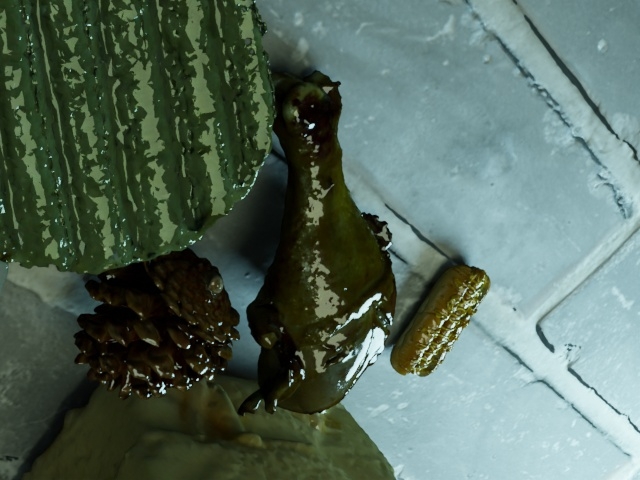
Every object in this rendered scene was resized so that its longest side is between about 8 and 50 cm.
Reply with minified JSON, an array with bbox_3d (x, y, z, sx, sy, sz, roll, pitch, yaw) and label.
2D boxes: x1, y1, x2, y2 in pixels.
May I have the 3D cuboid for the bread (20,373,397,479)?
[{"bbox_3d":[-0.135,0.341,1.449,0.390,0.279,0.371,13,120,-41],"label":"bread"}]

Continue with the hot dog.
[{"bbox_3d":[0.144,0.094,1.596,0.071,0.045,0.165,12,120,-39],"label":"hot dog"}]

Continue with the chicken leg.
[{"bbox_3d":[0.012,0.005,1.358,0.211,0.140,0.361,-30,131,-60],"label":"chicken leg"}]

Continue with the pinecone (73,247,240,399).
[{"bbox_3d":[-0.159,0.079,1.287,0.173,0.173,0.173,-19,135,-20],"label":"pinecone"}]

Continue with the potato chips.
[{"bbox_3d":[-0.203,-0.144,1.079,0.358,0.070,0.429,-22,128,-23],"label":"potato chips"}]

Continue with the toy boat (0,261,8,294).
[{"bbox_3d":[-0.411,0.036,1.114,0.290,0.100,0.199,7,122,-38],"label":"toy boat"}]
